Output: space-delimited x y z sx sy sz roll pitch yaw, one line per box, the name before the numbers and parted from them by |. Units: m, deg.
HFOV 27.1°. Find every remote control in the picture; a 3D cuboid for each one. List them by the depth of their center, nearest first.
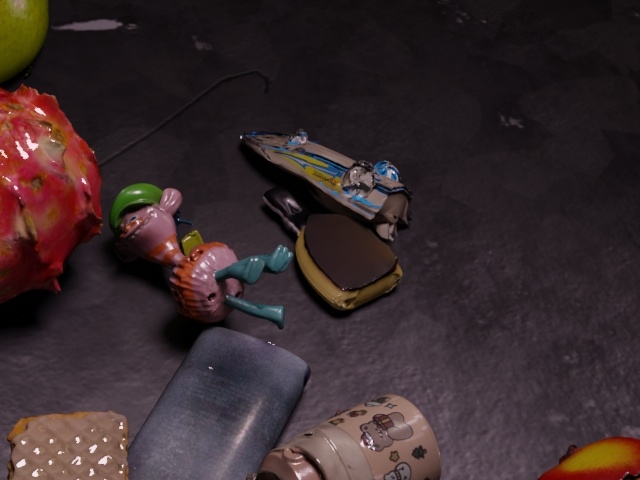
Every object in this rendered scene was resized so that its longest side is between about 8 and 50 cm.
remote control | -0.122 0.215 1.033 0.107 0.044 0.377 16 44 13

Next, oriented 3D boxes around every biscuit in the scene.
biscuit | -0.172 0.274 0.893 0.094 0.054 0.378 0 45 -9

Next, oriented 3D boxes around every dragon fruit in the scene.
dragon fruit | -0.318 -0.030 1.140 0.268 0.210 0.205 -8 8 -21

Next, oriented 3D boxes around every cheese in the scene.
cheese | 0.000 0.000 1.278 0.086 0.036 0.162 -27 55 -28

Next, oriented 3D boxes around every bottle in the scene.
bottle | 0.011 0.184 1.049 0.152 0.099 0.099 -18 51 -30

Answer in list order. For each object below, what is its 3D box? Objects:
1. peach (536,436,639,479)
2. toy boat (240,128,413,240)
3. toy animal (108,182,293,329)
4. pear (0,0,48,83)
peach | 0.261 0.260 1.044 0.189 0.068 0.279 -6 47 -14
toy boat | 0.002 -0.069 1.333 0.210 0.066 0.084 27 12 28
toy animal | -0.105 0.018 1.191 0.208 0.100 0.103 22 0 42
pear | -0.420 -0.291 1.321 0.286 0.282 0.176 3 37 -7
